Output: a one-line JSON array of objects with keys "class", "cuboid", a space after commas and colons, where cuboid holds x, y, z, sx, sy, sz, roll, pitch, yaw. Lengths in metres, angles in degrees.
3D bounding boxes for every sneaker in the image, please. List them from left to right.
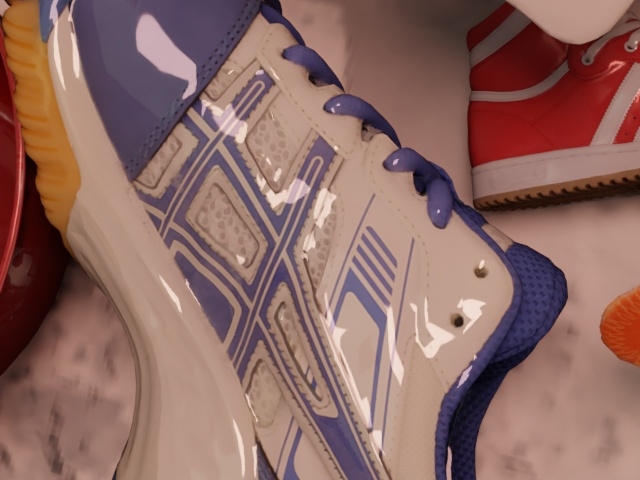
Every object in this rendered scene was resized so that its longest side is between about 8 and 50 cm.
[{"class": "sneaker", "cuboid": [0.000, 0.000, 0.438, 0.131, 0.112, 0.296, -14, 87, 13]}, {"class": "sneaker", "cuboid": [0.095, -0.049, 0.434, 0.118, 0.042, 0.067, -9, 83, 22]}]

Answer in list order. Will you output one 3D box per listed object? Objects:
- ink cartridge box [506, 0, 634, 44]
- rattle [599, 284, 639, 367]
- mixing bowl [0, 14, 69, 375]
[{"class": "ink cartridge box", "cuboid": [0.100, -0.244, 0.387, 0.207, 0.119, 0.353, 38, 107, 13]}, {"class": "rattle", "cuboid": [0.161, -0.041, 0.334, 0.200, 0.143, 0.130, -31, 95, -13]}, {"class": "mixing bowl", "cuboid": [-0.146, -0.009, 0.490, 0.181, 0.098, 0.181, -3, 81, 21]}]
